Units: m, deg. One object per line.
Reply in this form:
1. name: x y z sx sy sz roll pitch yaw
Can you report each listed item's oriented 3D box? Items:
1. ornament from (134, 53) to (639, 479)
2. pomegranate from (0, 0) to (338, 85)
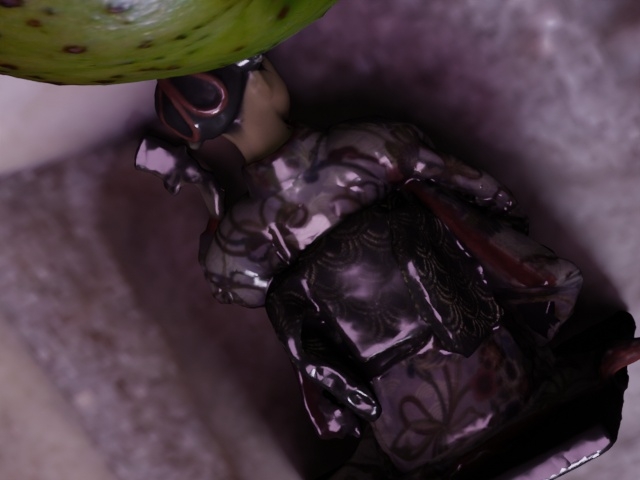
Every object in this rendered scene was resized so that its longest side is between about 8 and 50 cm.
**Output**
1. ornament: 0.000 0.000 0.598 0.166 0.153 0.196 -30 95 16
2. pomegranate: -0.070 -0.164 0.432 0.214 0.214 0.248 -40 82 22
